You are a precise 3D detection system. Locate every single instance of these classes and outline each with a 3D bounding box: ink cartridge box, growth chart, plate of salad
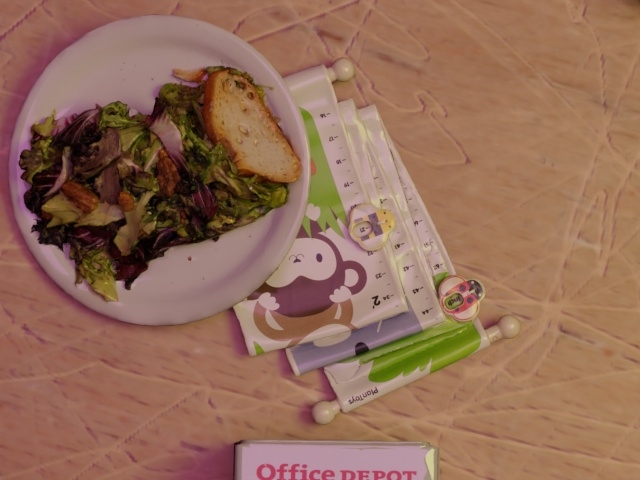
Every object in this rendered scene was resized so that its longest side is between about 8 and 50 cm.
[{"bbox_3d":[0.008,0.211,0.960,0.127,0.072,0.175,2,84,-4],"label":"ink cartridge box"},{"bbox_3d":[0.000,0.000,1.010,0.172,0.021,0.237,-30,86,-6],"label":"growth chart"},{"bbox_3d":[-0.106,-0.045,0.977,0.199,0.048,0.200,0,91,8],"label":"plate of salad"}]
